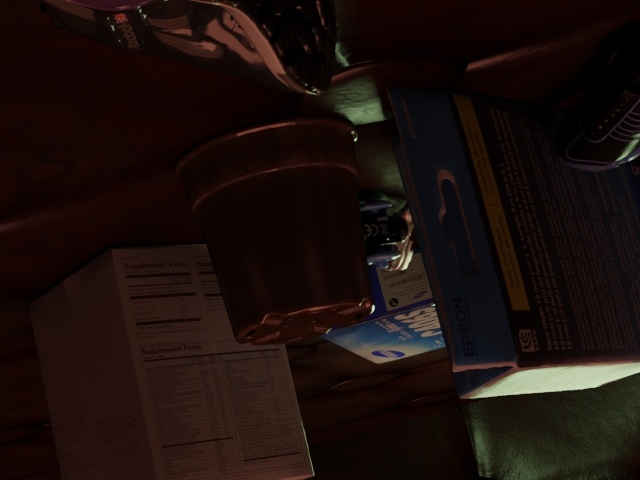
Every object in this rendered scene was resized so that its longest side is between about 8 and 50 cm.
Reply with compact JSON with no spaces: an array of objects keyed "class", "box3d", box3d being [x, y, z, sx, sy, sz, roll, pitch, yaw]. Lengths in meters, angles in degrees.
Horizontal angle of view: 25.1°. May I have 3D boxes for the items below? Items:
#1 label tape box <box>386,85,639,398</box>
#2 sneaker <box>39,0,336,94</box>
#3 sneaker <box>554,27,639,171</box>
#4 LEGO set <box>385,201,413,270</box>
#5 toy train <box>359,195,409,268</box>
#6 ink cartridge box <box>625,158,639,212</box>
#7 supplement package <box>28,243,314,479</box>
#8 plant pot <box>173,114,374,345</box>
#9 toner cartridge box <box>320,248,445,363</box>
[{"class":"label tape box","box3d":[0.166,0.008,1.299,0.348,0.249,0.115,2,159,-46]},{"class":"sneaker","box3d":[-0.089,-0.153,0.822,0.124,0.107,0.283,-3,167,25]},{"class":"sneaker","box3d":[0.266,-0.131,1.222,0.090,0.081,0.232,1,153,-36]},{"class":"LEGO set","box3d":[0.211,0.031,1.535,0.107,0.287,0.132,-26,144,-61]},{"class":"toy train","box3d":[0.000,0.000,1.484,0.184,0.080,0.105,-7,173,-32]},{"class":"ink cartridge box","box3d":[0.396,-0.036,1.645,0.046,0.097,0.207,-25,161,38]},{"class":"supplement package","box3d":[-0.164,0.158,1.550,0.198,0.262,0.199,-2,162,-39]},{"class":"plant pot","box3d":[-0.032,-0.002,1.260,0.167,0.165,0.167,-12,165,-3]},{"class":"toner cartridge box","box3d":[0.107,0.094,1.930,0.165,0.075,0.348,-15,166,13]}]
